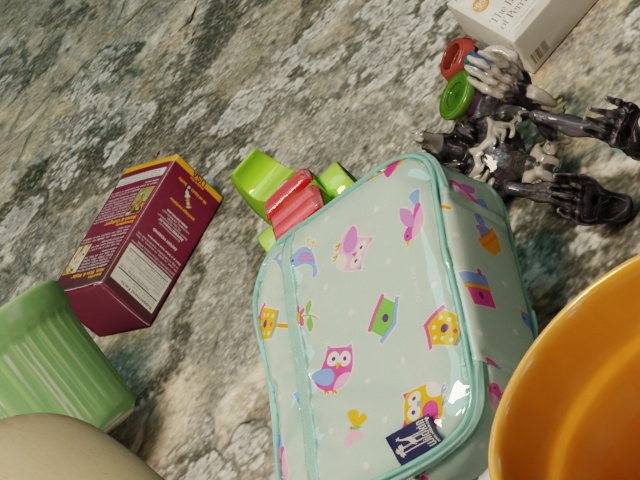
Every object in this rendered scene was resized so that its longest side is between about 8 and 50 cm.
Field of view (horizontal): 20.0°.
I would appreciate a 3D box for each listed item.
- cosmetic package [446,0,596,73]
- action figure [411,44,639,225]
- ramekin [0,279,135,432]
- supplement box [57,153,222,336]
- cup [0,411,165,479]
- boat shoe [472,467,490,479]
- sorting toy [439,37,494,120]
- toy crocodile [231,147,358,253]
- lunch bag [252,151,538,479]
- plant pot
[{"bbox_3d":[0.238,-0.282,1.742,0.239,0.060,0.099,-49,49,-5],"label":"cosmetic package"},{"bbox_3d":[0.149,-0.081,1.541,0.276,0.141,0.164,7,69,57],"label":"action figure"},{"bbox_3d":[-0.322,0.190,1.735,0.303,0.148,0.303,-41,-2,-2],"label":"ramekin"},{"bbox_3d":[-0.203,0.005,2.011,0.104,0.081,0.188,-13,41,49],"label":"supplement box"},{"bbox_3d":[-0.161,0.315,1.293,0.237,0.331,0.331,18,65,37],"label":"cup"},{"bbox_3d":[0.107,0.274,1.098,0.156,0.136,0.367,-41,23,12],"label":"boat shoe"},{"bbox_3d":[0.148,-0.157,1.770,0.061,0.042,0.102,-44,33,42],"label":"sorting toy"},{"bbox_3d":[0.000,0.000,1.684,0.115,0.105,0.340,-43,26,7],"label":"toy crocodile"},{"bbox_3d":[0.051,0.090,1.389,0.224,0.108,0.279,-32,48,31],"label":"lunch bag"},{"bbox_3d":[0.234,0.134,1.044,0.205,0.188,0.205,-36,27,22],"label":"plant pot"}]
